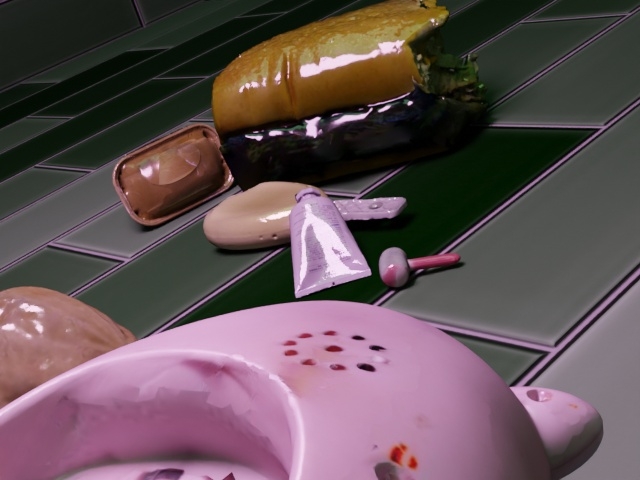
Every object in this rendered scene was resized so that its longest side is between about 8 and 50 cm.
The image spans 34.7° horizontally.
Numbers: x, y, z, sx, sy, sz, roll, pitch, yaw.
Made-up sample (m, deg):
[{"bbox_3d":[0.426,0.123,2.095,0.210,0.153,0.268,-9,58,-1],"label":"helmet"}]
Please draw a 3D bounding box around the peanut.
[{"bbox_3d":[-0.292,0.128,0.941,0.291,0.159,0.143,-13,-3,14],"label":"peanut"}]

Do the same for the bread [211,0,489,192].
[{"bbox_3d":[0.026,-0.201,1.411,0.377,0.208,0.251,-16,18,15],"label":"bread"}]

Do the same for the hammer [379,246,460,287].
[{"bbox_3d":[0.101,0.023,1.044,0.083,0.031,0.052,-9,27,6],"label":"hammer"}]

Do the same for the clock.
[{"bbox_3d":[-0.037,0.172,0.511,0.368,0.250,0.376,-2,28,34],"label":"clock"}]

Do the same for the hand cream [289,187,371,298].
[{"bbox_3d":[0.000,0.000,1.131,0.084,0.053,0.142,-18,50,2],"label":"hand cream"}]

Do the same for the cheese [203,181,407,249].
[{"bbox_3d":[-0.013,-0.034,1.236,0.256,0.050,0.127,-2,26,31],"label":"cheese"}]

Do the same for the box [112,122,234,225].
[{"bbox_3d":[-0.209,-0.091,1.452,0.177,0.111,0.111,-30,25,-26],"label":"box"}]
